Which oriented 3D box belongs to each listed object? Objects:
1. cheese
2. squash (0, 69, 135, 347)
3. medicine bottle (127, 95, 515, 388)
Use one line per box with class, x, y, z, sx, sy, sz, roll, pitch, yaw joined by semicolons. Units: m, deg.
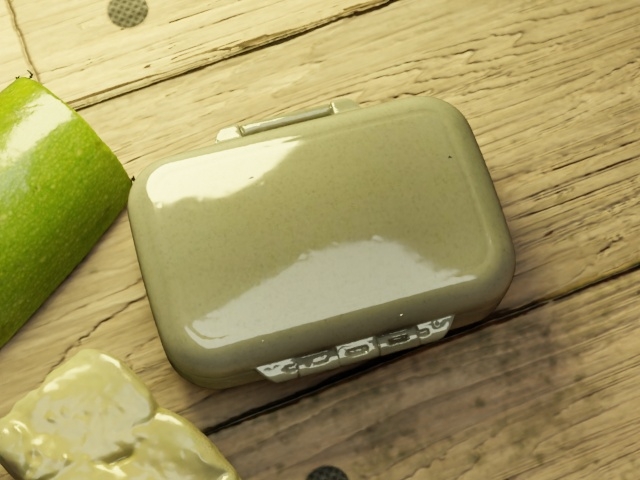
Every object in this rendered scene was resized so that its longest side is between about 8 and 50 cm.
cheese;-0.188;0.233;1.516;0.263;0.093;0.159;42;75;13
squash;-0.353;-0.027;1.611;0.203;0.111;0.289;39;73;15
medicine bottle;0.000;0.000;1.599;0.375;0.123;0.282;-15;70;-7
